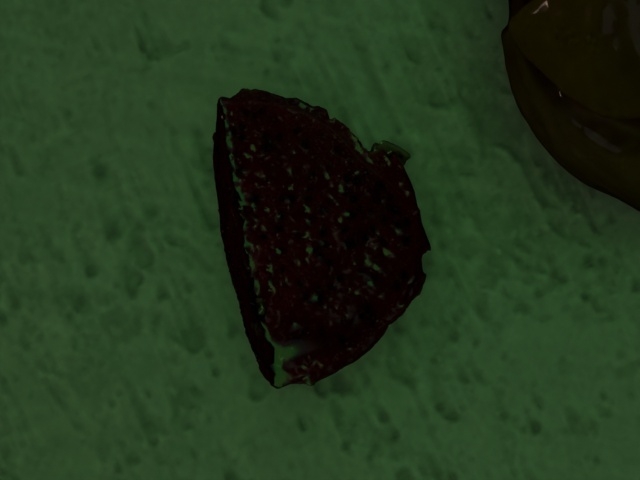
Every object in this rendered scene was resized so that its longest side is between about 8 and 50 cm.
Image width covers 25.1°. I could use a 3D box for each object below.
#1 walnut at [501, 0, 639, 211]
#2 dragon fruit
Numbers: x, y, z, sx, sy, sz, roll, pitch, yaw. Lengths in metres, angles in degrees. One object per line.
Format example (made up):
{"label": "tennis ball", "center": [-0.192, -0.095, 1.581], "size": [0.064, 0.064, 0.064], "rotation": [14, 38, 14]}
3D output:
{"label": "walnut", "center": [0.199, -0.173, 0.745], "size": [0.209, 0.209, 0.336], "rotation": [16, 73, 0]}
{"label": "dragon fruit", "center": [0.000, 0.000, 0.787], "size": [0.106, 0.083, 0.162], "rotation": [-10, 77, -14]}
